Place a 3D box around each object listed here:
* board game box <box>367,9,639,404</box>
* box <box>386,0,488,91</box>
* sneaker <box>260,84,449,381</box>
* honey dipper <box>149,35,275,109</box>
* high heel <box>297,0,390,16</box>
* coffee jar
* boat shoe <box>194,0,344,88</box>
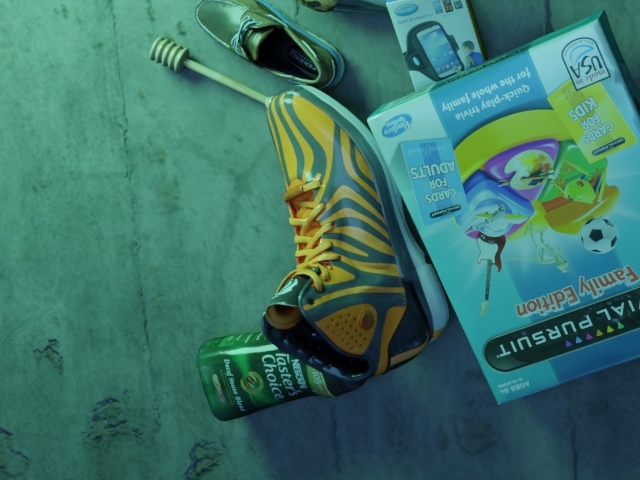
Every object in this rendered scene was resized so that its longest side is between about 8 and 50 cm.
[{"bbox_3d":[0.235,-0.028,1.387,0.253,0.079,0.336,-22,100,21],"label":"board game box"},{"bbox_3d":[0.122,-0.214,1.400,0.081,0.028,0.136,-12,125,18],"label":"box"},{"bbox_3d":[0.000,0.000,1.420,0.124,0.180,0.321,-29,90,55],"label":"sneaker"},{"bbox_3d":[-0.116,-0.182,1.518,0.160,0.030,0.030,27,108,8],"label":"honey dipper"},{"bbox_3d":[0.047,-0.357,1.388,0.186,0.093,0.261,10,113,10],"label":"high heel"},{"bbox_3d":[-0.042,0.141,1.531,0.184,0.079,0.096,-15,96,20],"label":"coffee jar"},{"bbox_3d":[-0.062,-0.221,1.469,0.183,0.066,0.066,25,107,12],"label":"boat shoe"}]
